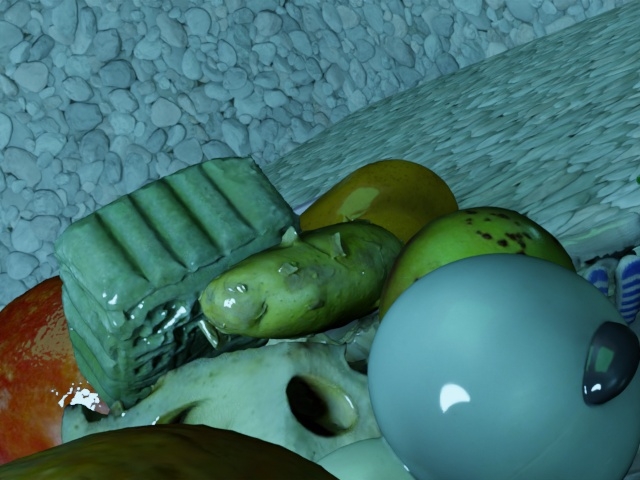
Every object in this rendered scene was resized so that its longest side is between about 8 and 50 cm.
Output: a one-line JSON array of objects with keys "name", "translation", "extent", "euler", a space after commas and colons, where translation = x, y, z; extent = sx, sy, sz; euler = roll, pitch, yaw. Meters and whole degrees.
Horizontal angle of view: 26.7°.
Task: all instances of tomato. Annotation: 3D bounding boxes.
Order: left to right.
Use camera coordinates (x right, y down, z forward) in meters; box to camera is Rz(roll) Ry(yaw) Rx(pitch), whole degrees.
[{"name": "tomato", "translation": [-0.297, 0.151, 1.441], "extent": [0.309, 0.170, 0.309], "euler": [-163, 90, -80]}]

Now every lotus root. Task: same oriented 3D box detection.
[{"name": "lotus root", "translation": [-0.065, 0.180, 1.130], "extent": [0.210, 0.142, 0.314], "euler": [14, -25, -37]}]

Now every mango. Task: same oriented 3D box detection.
[{"name": "mango", "translation": [0.037, 0.011, 1.680], "extent": [0.290, 0.160, 0.191], "euler": [-36, 15, 8]}]

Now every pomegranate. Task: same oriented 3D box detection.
[{"name": "pomegranate", "translation": [0.137, 0.062, 1.025], "extent": [0.159, 0.159, 0.205], "euler": [-31, 53, -20]}]

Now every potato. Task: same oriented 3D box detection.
[{"name": "potato", "translation": [-0.010, 0.035, 1.129], "extent": [0.117, 0.090, 0.225], "euler": [-30, -9, 38]}]

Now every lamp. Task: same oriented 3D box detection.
[{"name": "lamp", "translation": [0.095, 0.121, 0.860], "extent": [0.244, 0.198, 0.198], "euler": [-48, 9, 2]}]

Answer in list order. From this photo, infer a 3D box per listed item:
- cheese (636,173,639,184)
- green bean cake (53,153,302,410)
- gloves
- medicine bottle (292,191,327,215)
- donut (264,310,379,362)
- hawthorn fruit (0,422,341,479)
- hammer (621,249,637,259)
[{"name": "cheese", "translation": [0.442, -0.118, 1.409], "extent": [0.204, 0.083, 0.320], "euler": [-20, 10, 43]}, {"name": "green bean cake", "translation": [-0.124, 0.046, 1.245], "extent": [0.223, 0.125, 0.227], "euler": [-30, -27, -22]}, {"name": "gloves", "translation": [0.207, 0.043, 1.139], "extent": [0.229, 0.097, 0.119], "euler": [-20, 52, 34]}, {"name": "medicine bottle", "translation": [0.000, 0.000, 1.928], "extent": [0.219, 0.115, 0.078], "euler": [-25, 11, 18]}, {"name": "donut", "translation": [0.030, 0.114, 1.230], "extent": [0.166, 0.108, 0.065], "euler": [-19, 33, 50]}, {"name": "hawthorn fruit", "translation": [-0.065, 0.207, 0.597], "extent": [0.268, 0.267, 0.301], "euler": [-21, 8, 34]}, {"name": "hammer", "translation": [0.161, 0.079, 1.260], "extent": [0.297, 0.027, 0.125], "euler": [-29, -7, 16]}]
